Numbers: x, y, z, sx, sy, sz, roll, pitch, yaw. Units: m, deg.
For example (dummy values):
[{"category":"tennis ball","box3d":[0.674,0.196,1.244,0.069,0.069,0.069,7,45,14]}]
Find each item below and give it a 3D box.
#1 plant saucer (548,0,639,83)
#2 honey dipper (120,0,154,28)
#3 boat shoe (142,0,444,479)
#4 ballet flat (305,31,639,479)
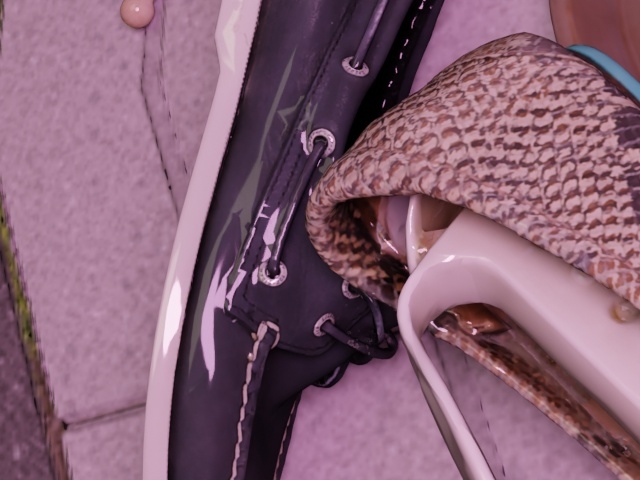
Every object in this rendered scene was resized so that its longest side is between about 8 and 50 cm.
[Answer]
[{"category":"plant saucer","box3d":[0.230,-0.131,0.827,0.278,0.041,0.278,-9,71,27]},{"category":"honey dipper","box3d":[-0.059,-0.180,1.018,0.030,0.030,0.161,35,96,33]},{"category":"boat shoe","box3d":[0.001,0.000,0.879,0.113,0.127,0.340,8,76,9]},{"category":"ballet flat","box3d":[0.167,0.106,0.703,0.182,0.164,0.483,-32,56,-23]}]
